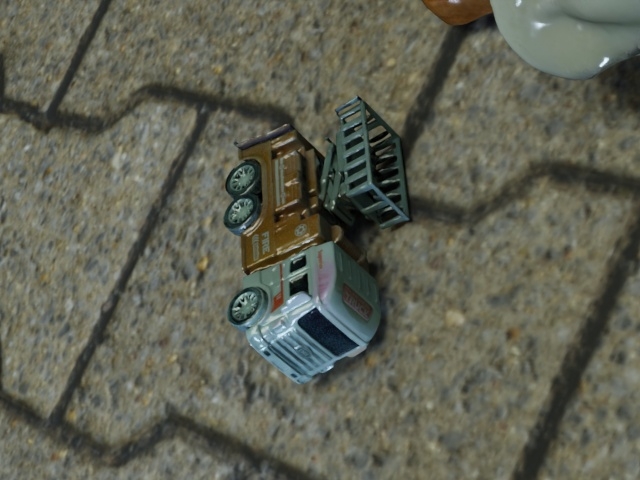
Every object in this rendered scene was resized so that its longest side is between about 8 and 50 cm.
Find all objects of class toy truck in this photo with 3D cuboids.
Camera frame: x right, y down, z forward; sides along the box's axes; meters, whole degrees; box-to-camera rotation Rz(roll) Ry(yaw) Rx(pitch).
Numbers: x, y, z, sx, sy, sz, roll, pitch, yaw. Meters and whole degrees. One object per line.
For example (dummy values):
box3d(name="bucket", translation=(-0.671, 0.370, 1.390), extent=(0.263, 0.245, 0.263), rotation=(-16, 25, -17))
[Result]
box3d(name="toy truck", translation=(0.001, 0.001, 1.258), extent=(0.115, 0.080, 0.177), rotation=(-25, 46, 24))

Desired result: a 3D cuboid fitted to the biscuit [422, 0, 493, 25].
box3d(name="biscuit", translation=(0.091, -0.277, 1.371), extent=(0.202, 0.047, 0.334), rotation=(-56, 38, 2))

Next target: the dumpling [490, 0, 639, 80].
box3d(name="dumpling", translation=(0.207, -0.251, 1.067), extent=(0.318, 0.243, 0.187), rotation=(-40, 9, 7))
